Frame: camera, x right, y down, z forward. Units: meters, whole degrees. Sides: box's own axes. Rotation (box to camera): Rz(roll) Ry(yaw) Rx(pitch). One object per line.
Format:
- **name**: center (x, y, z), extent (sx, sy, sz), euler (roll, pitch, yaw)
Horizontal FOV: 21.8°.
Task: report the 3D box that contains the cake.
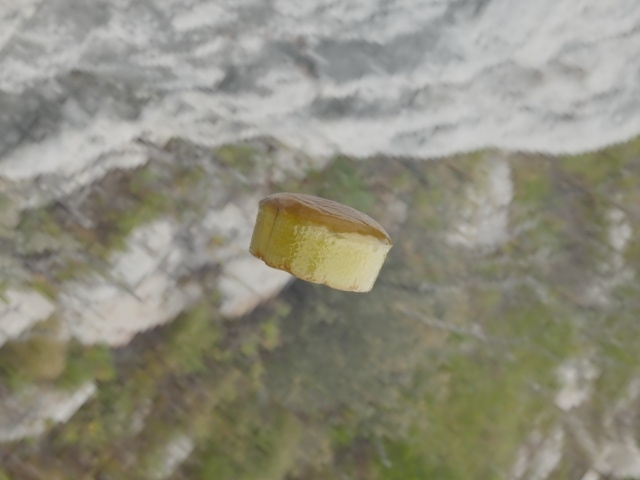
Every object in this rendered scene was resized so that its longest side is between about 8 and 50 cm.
- **cake**: center (0.000, 0.000, 0.983), extent (0.084, 0.084, 0.044), euler (5, 105, -55)
